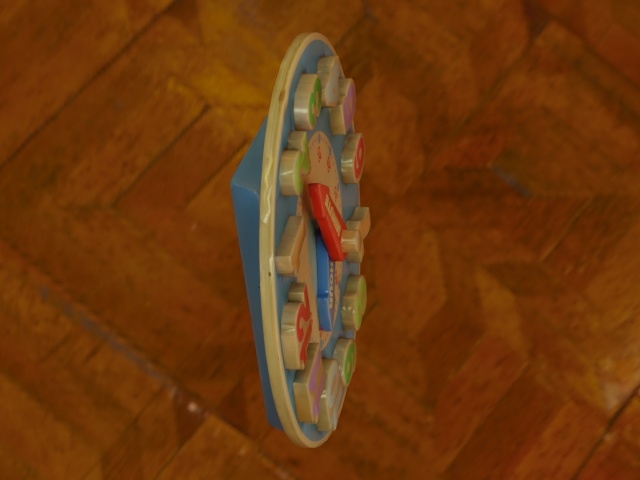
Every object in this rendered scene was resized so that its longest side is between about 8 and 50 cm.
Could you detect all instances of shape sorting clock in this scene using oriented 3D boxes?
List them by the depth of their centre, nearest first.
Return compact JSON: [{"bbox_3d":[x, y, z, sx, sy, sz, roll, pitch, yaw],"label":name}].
[{"bbox_3d":[0.000,0.000,0.895,0.040,0.206,0.206,3,62,15],"label":"shape sorting clock"}]
